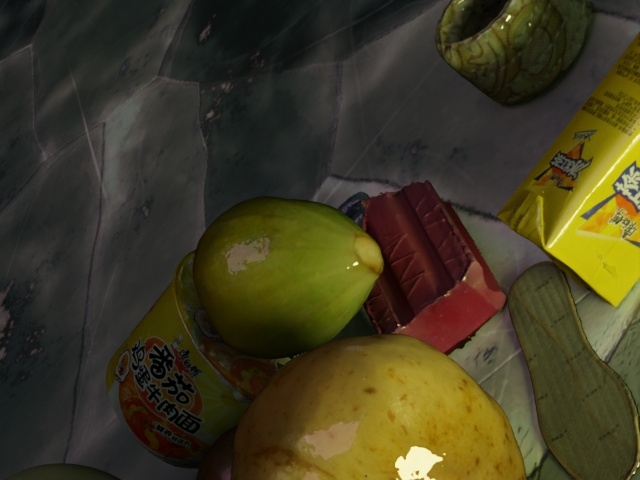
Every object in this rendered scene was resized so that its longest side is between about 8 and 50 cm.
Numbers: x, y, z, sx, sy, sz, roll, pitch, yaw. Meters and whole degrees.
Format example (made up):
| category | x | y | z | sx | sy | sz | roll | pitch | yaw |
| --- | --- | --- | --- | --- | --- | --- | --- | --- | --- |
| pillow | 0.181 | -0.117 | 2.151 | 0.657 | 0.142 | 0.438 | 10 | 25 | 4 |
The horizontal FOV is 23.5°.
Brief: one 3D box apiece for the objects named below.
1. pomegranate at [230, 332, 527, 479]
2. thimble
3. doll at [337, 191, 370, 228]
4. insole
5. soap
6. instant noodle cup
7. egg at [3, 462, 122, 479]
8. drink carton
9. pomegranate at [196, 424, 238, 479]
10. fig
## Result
| category | x | y | z | sx | sy | sz | roll | pitch | yaw |
| --- | --- | --- | --- | --- | --- | --- | --- | --- | --- |
| pomegranate | 0.067 | 0.272 | 1.648 | 0.342 | 0.342 | 0.342 | -28 | 43 | 31 |
| thimble | 0.258 | -0.280 | 2.033 | 0.190 | 0.143 | 0.137 | -40 | 38 | 18 |
| doll | -0.004 | -0.002 | 2.155 | 0.180 | 0.075 | 0.120 | -46 | 40 | 11 |
| insole | 0.286 | 0.152 | 1.769 | 0.119 | 0.009 | 0.348 | -38 | 39 | 21 |
| soap | 0.123 | 0.029 | 1.972 | 0.162 | 0.099 | 0.250 | -42 | 38 | 16 |
| instant noodle cup | -0.148 | 0.165 | 2.049 | 0.200 | 0.264 | 0.264 | -42 | 37 | 30 |
| egg | -0.341 | 0.429 | 2.010 | 0.336 | 0.278 | 0.278 | 24 | 80 | 47 |
| drink carton | 0.375 | -0.113 | 1.760 | 0.351 | 0.154 | 0.111 | -52 | 36 | 3 |
| pomegranate | -0.052 | 0.318 | 1.899 | 0.210 | 0.180 | 0.180 | 22 | 76 | 16 |
| fig | -0.038 | 0.036 | 1.918 | 0.230 | 0.207 | 0.207 | -26 | 41 | 5 |
